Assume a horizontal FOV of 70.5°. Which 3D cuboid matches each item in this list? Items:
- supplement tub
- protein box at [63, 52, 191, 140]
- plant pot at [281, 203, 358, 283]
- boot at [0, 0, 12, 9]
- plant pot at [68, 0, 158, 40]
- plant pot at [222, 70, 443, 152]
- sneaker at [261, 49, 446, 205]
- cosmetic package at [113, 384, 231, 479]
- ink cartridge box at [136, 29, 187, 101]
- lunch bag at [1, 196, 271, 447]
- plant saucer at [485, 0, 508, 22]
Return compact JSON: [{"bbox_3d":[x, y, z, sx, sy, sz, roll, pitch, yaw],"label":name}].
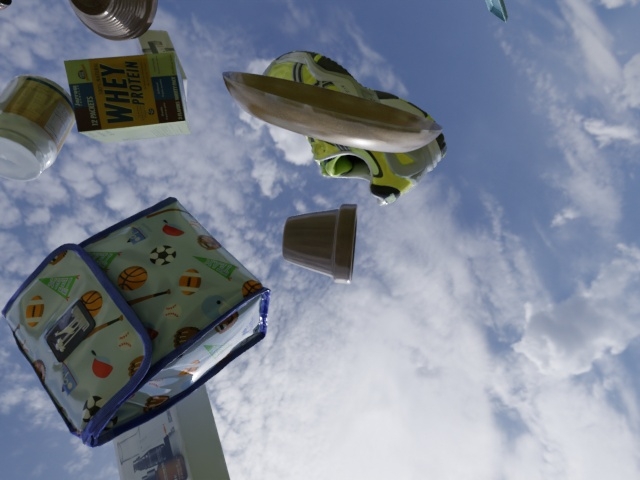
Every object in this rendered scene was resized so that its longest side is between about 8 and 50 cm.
[{"bbox_3d":[-0.621,-0.238,0.960,0.144,0.144,0.200,12,-129,-14],"label":"supplement tub"},{"bbox_3d":[-0.393,-0.295,0.962,0.201,0.200,0.136,-9,-82,-11],"label":"protein box"},{"bbox_3d":[0.000,0.000,1.476,0.229,0.263,0.263,6,-114,7],"label":"plant pot"},{"bbox_3d":[-0.826,-0.490,0.941,0.264,0.280,0.096,19,-134,-41],"label":"boot"},{"bbox_3d":[-0.526,-0.604,1.085,0.237,0.237,0.110,31,-151,-4],"label":"plant pot"},{"bbox_3d":[0.012,-0.137,0.486,0.236,0.033,0.236,12,-158,-5],"label":"plant pot"},{"bbox_3d":[0.016,-0.199,0.769,0.384,0.145,0.147,35,-98,31],"label":"sneaker"},{"bbox_3d":[-0.330,0.532,1.007,0.097,0.284,0.378,4,-123,-50],"label":"cosmetic package"},{"bbox_3d":[-0.435,-0.443,1.236,0.092,0.159,0.218,-10,-123,-24],"label":"ink cartridge box"},{"bbox_3d":[-0.340,0.138,0.858,0.385,0.239,0.328,-34,-118,-31],"label":"lunch bag"},{"bbox_3d":[0.427,-0.614,1.124,0.192,0.018,0.067,18,-148,-57],"label":"plant saucer"}]
